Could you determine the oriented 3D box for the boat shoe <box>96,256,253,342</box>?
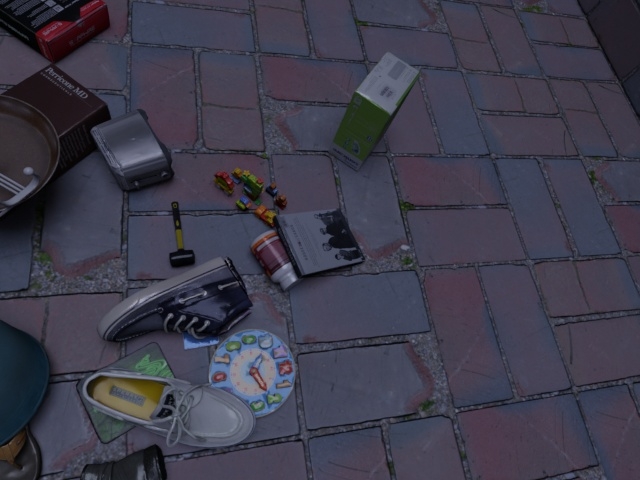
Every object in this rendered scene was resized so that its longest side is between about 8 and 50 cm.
[{"bbox_3d":[-0.318,0.174,1.025,0.341,0.127,0.158,-29,69,-26],"label":"boat shoe"}]

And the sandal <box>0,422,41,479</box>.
[{"bbox_3d":[-0.618,0.388,0.884,0.090,0.060,0.219,-9,69,-19],"label":"sandal"}]

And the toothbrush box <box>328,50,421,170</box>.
[{"bbox_3d":[0.154,-0.377,1.323,0.122,0.283,0.206,34,61,1],"label":"toothbrush box"}]

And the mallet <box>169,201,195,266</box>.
[{"bbox_3d":[-0.362,-0.020,1.159,0.062,0.039,0.189,-1,63,-14],"label":"mallet"}]

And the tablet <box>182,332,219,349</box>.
[{"bbox_3d":[-0.292,0.233,1.076,0.083,0.006,0.054,-7,68,-19],"label":"tablet"}]

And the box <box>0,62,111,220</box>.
[{"bbox_3d":[-0.734,-0.248,1.102,0.191,0.143,0.381,36,60,2],"label":"box"}]

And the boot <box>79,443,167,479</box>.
[{"bbox_3d":[-0.380,0.550,0.876,0.161,0.083,0.246,-16,66,-14],"label":"boot"}]

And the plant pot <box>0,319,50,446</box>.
[{"bbox_3d":[-0.689,0.234,0.795,0.272,0.255,0.271,2,56,-4],"label":"plant pot"}]

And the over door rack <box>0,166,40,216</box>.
[{"bbox_3d":[-0.749,-0.074,0.831,0.240,0.108,0.324,29,63,-1],"label":"over door rack"}]

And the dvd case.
[{"bbox_3d":[0.000,0.000,1.205,0.239,0.029,0.179,-10,68,-42],"label":"dvd case"}]

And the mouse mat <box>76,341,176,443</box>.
[{"bbox_3d":[-0.426,0.336,0.992,0.190,0.007,0.152,-27,75,-25],"label":"mouse mat"}]

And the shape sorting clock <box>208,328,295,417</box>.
[{"bbox_3d":[-0.161,0.313,1.056,0.206,0.040,0.206,6,64,-13],"label":"shape sorting clock"}]

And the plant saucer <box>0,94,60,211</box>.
[{"bbox_3d":[-0.740,-0.184,0.968,0.311,0.050,0.310,7,65,-14],"label":"plant saucer"}]

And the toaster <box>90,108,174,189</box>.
[{"bbox_3d":[-0.499,-0.243,1.170,0.147,0.129,0.227,-28,77,-22],"label":"toaster"}]

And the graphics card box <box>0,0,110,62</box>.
[{"bbox_3d":[-0.854,-0.711,1.305,0.371,0.094,0.232,34,62,0],"label":"graphics card box"}]

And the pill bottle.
[{"bbox_3d":[-0.112,0.054,1.162,0.086,0.086,0.152,-31,77,-25],"label":"pill bottle"}]

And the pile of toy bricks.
[{"bbox_3d":[-0.183,-0.144,1.223,0.212,0.105,0.118,38,62,4],"label":"pile of toy bricks"}]

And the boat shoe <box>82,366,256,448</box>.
[{"bbox_3d":[-0.311,0.343,0.920,0.367,0.156,0.135,21,70,-4],"label":"boat shoe"}]
